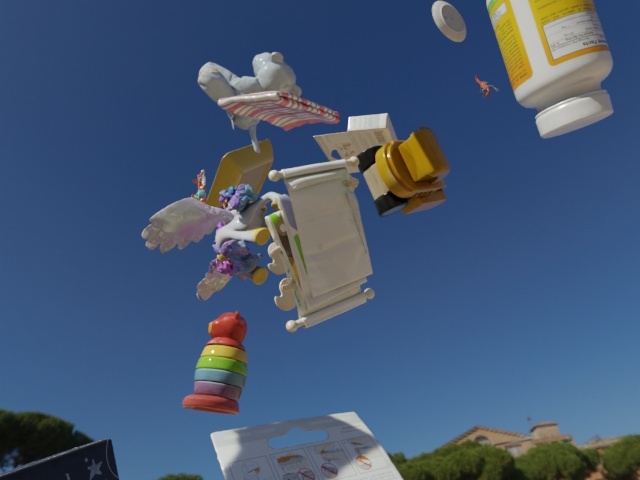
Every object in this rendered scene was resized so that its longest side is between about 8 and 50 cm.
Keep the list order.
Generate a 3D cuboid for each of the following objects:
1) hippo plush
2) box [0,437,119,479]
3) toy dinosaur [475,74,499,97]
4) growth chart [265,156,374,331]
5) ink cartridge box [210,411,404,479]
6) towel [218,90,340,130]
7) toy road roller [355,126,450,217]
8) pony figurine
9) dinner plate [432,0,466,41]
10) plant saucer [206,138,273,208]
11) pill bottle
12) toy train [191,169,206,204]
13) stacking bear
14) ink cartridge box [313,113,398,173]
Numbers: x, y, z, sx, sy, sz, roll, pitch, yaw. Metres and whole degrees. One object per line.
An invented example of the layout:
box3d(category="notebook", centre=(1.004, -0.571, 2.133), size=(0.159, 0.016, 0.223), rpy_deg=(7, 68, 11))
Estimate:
box3d(category="hippo plush", centre=(-0.204, -0.469, 1.300), size=(0.236, 0.294, 0.234), rpy_deg=(-39, -48, 8))
box3d(category="box", centre=(-0.254, 0.320, 0.347), size=(0.163, 0.247, 0.142), rpy_deg=(-25, -17, 18))
box3d(category="toy dinosaur", centre=(0.530, -0.492, 1.424), size=(0.090, 0.082, 0.047), rpy_deg=(36, -63, 2))
box3d(category="growth chart", centre=(0.000, 0.000, 0.629), size=(0.172, 0.237, 0.021), rpy_deg=(-9, 0, -27))
box3d(category="ink cartridge box", centre=(0.015, 0.449, 0.672), size=(0.308, 0.385, 0.091), rpy_deg=(5, -68, -31))
box3d(category="towel", centre=(-0.072, -0.241, 0.826), size=(0.144, 0.029, 0.197), rpy_deg=(5, 5, 35))
box3d(category="toy road roller", centre=(0.289, -0.211, 1.297), size=(0.329, 0.202, 0.240), rpy_deg=(-12, -13, -43))
box3d(category="pony figurine", centre=(-0.238, -0.012, 1.188), size=(0.351, 0.363, 0.303), rpy_deg=(-46, -51, -19))
box3d(category="dinner plate", centre=(0.392, -0.664, 1.319), size=(0.141, 0.141, 0.017), rpy_deg=(14, -23, -25))
box3d(category="plant saucer", centre=(-0.323, -0.234, 1.816), size=(0.081, 0.333, 0.333), rpy_deg=(36, -57, 9))
box3d(category="pill bottle", centre=(0.361, -0.294, 0.683), size=(0.136, 0.245, 0.136), rpy_deg=(-16, -3, -1))
box3d(category="toy train", centre=(-0.370, -0.152, 1.326), size=(0.046, 0.166, 0.125), rpy_deg=(-2, -82, -15))
box3d(category="stacking bear", centre=(-0.294, 0.356, 1.312), size=(0.164, 0.289, 0.175), rpy_deg=(13, -27, -10))
box3d(category="ink cartridge box", centre=(0.148, -0.342, 1.599), size=(0.261, 0.066, 0.296), rpy_deg=(-1, -19, 21))
